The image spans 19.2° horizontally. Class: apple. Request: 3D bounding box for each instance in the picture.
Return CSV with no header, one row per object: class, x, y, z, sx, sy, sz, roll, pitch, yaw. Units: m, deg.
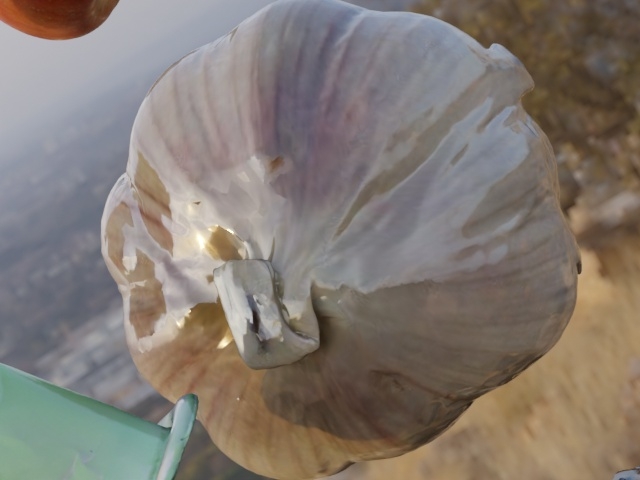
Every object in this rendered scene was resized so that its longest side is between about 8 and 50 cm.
apple,-0.257,-0.278,1.702,0.199,0.199,0.199,-30,9,5

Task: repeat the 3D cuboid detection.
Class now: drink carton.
drink carton,-0.162,0.133,1.060,0.146,0.142,0.144,127,165,-64

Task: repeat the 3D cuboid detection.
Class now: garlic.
garlic,0.003,-0.002,1.215,0.322,0.322,0.241,-30,-25,7

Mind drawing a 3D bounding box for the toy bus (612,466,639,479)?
toy bus,0.339,0.439,1.968,0.162,0.386,0.171,14,-3,15
